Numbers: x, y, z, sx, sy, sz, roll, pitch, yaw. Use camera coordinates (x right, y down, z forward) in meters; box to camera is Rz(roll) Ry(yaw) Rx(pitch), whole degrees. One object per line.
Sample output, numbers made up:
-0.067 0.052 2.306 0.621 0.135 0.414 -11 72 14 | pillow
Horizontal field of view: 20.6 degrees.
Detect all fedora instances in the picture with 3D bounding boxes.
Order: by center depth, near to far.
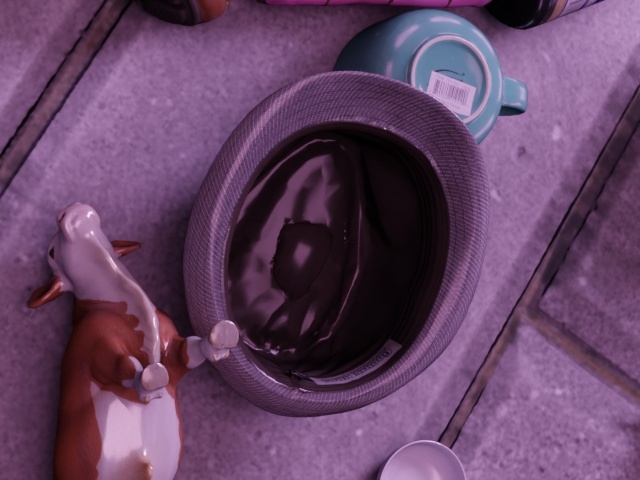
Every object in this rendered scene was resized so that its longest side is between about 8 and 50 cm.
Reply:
0.000 0.000 1.409 0.244 0.124 0.275 10 95 -20 | fedora

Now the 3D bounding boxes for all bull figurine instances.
-0.145 0.127 1.320 0.101 0.188 0.310 -2 94 -30 | bull figurine

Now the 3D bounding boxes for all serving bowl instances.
0.081 0.210 1.489 0.083 0.027 0.083 1 86 -24 | serving bowl

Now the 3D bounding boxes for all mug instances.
0.097 -0.134 1.473 0.158 0.097 0.129 -32 100 -21 | mug

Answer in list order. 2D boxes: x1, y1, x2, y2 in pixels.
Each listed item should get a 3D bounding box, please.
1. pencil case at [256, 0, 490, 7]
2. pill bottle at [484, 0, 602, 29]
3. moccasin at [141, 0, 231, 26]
0.043 -0.241 1.450 0.209 0.095 0.098 -2 103 -22 | pencil case
0.242 -0.271 1.529 0.219 0.123 0.122 -23 97 -23 | pill bottle
-0.138 -0.350 1.347 0.147 0.139 0.380 -29 109 -31 | moccasin
